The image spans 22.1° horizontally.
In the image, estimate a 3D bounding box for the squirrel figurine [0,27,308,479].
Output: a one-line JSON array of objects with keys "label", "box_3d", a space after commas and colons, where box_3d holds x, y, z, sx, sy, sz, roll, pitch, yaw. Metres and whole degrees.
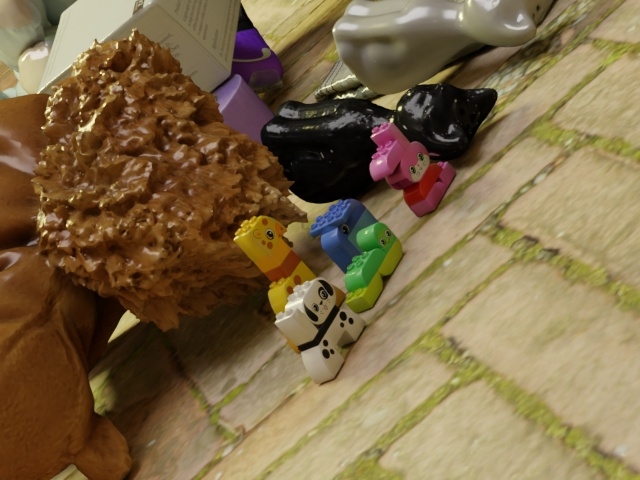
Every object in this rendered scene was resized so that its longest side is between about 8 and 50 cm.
[{"label": "squirrel figurine", "box_3d": [-0.216, 0.025, 1.322, 0.397, 0.281, 0.370, -40, 23, 15]}]

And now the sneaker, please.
[{"label": "sneaker", "box_3d": [-0.138, -0.264, 1.912, 0.102, 0.146, 0.293, -13, 29, -27]}]

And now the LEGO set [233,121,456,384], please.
[{"label": "LEGO set", "box_3d": [0.000, 0.000, 1.185, 0.087, 0.093, 0.227, -25, 24, 44]}]

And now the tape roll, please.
[{"label": "tape roll", "box_3d": [-0.127, -0.080, 1.688, 0.189, 0.080, 0.189, -38, 17, 14]}]

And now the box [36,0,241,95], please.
[{"label": "box", "box_3d": [-0.192, -0.213, 1.765, 0.182, 0.119, 0.181, -34, 29, 25]}]

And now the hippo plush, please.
[{"label": "hippo plush", "box_3d": [-0.387, -0.215, 2.171, 0.236, 0.234, 0.294, -43, -21, 25]}]

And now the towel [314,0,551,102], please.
[{"label": "towel", "box_3d": [0.155, -0.270, 1.574, 0.324, 0.056, 0.312, -18, 29, 51]}]

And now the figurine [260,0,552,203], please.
[{"label": "figurine", "box_3d": [0.084, -0.134, 1.349, 0.209, 0.092, 0.215, -7, 43, 48]}]
